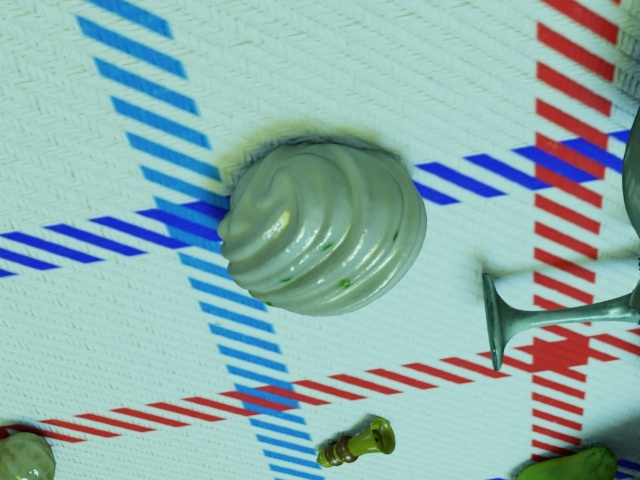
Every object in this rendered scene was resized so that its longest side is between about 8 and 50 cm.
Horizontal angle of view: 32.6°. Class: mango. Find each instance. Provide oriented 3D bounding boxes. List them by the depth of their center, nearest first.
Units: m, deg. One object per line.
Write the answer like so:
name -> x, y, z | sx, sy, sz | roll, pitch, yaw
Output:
mango -> 0.318, 0.320, 1.426 | 0.091, 0.074, 0.165 | 23, 134, -30

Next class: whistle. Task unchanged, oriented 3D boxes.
whistle -> 0.043, 0.249, 1.335 | 0.109, 0.057, 0.046 | -30, 93, 40

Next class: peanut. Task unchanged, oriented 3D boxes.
peanut -> -0.357, 0.290, 1.279 | 0.093, 0.083, 0.194 | -5, 144, -25

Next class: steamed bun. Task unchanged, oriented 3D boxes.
steamed bun -> 0.000, 0.000, 0.938 | 0.183, 0.106, 0.183 | -5, 142, -4

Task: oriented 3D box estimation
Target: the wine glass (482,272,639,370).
wine glass -> 0.325, 0.146, 1.052 | 0.310, 0.264, 0.096 | -6, 177, 5

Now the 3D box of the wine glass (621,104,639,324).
wine glass -> 0.349, -0.029, 0.856 | 0.238, 0.238, 0.323 | -7, 141, 1
